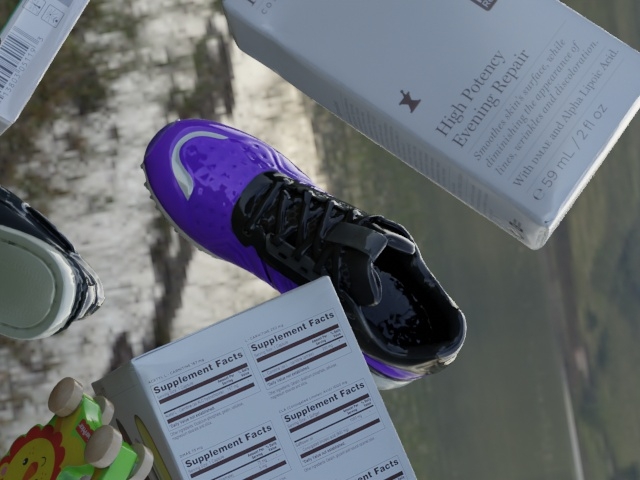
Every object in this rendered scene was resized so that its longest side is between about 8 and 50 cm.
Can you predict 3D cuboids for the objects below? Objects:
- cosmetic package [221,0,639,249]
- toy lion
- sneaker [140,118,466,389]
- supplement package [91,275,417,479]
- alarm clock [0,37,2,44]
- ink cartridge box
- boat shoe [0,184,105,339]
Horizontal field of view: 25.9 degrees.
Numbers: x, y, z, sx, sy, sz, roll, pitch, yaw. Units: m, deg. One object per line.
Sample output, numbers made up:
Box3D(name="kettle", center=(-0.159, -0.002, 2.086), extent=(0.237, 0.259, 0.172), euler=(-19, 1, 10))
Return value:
Box3D(name="cosmetic package", center=(0.067, -0.109, 0.819), extent=(0.117, 0.231, 0.085), euler=(-55, 170, -7))
Box3D(name="toy lion", center=(-0.149, 0.132, 0.781), extent=(0.034, 0.096, 0.100), euler=(38, -2, -35))
Box3D(name="sneaker", center=(0.001, 0.000, 1.066), extent=(0.102, 0.293, 0.146), euler=(-55, -168, -18))
Box3D(name="supplement package", center=(-0.044, 0.157, 0.973), extent=(0.203, 0.149, 0.194), euler=(67, -20, 4))
Box3D(name="alarm clock", center=(-0.319, -0.183, 0.956), extent=(0.064, 0.129, 0.192), euler=(-62, 144, -9))
Box3D(name="ink cartridge box", center=(-0.262, -0.180, 1.247), extent=(0.181, 0.056, 0.225), euler=(-61, -163, -9))
Box3D(name="boat shoe", center=(-0.340, -0.009, 1.294), extent=(0.113, 0.340, 0.127), euler=(2, 107, -65))
